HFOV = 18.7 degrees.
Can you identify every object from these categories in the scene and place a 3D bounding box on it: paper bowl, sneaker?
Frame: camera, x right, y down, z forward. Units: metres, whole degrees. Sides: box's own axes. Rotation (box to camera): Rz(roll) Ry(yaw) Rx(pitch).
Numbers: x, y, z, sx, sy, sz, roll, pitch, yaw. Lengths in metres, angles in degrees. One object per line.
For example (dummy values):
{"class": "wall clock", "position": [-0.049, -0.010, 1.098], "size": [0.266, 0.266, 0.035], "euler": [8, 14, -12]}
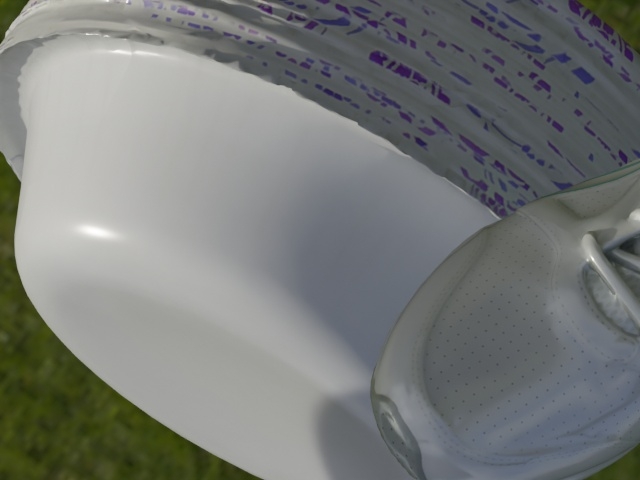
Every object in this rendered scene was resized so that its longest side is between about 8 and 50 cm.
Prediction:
{"class": "paper bowl", "position": [0.000, 0.000, 0.742], "size": [0.284, 0.148, 0.284], "euler": [25, 157, 12]}
{"class": "sneaker", "position": [0.076, -0.001, 0.377], "size": [0.053, 0.152, 0.061], "euler": [58, 161, 13]}
